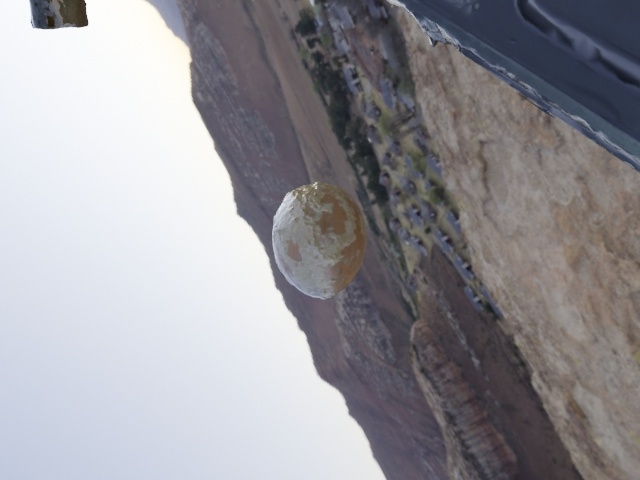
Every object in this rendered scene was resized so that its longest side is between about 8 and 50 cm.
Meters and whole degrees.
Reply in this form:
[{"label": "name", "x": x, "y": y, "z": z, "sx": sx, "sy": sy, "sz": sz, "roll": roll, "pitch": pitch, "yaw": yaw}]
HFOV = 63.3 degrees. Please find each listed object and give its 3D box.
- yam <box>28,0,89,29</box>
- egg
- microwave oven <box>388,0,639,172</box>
[{"label": "yam", "x": -0.245, "y": -0.312, "z": 0.457, "sx": 0.061, "sy": 0.061, "sz": 0.253, "roll": -120, "pitch": 31, "yaw": -46}, {"label": "egg", "x": 0.000, "y": 0.000, "z": 1.081, "sx": 0.203, "sy": 0.203, "sz": 0.245, "roll": -128, "pitch": 34, "yaw": -83}, {"label": "microwave oven", "x": 0.253, "y": -0.166, "z": 0.335, "sx": 0.355, "sy": 0.286, "sz": 0.218, "roll": 44, "pitch": 134, "yaw": 21}]
